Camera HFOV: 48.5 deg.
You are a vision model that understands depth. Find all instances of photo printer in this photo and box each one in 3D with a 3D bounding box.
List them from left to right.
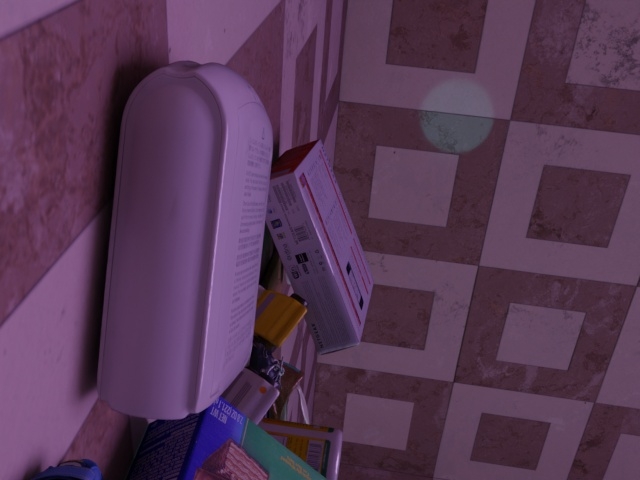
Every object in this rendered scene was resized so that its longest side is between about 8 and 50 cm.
[{"bbox_3d":[-0.118,-0.013,0.688,0.256,0.107,0.308,-36,133,-84],"label":"photo printer"}]

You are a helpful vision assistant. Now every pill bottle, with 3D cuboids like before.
[{"bbox_3d":[-0.070,0.372,1.235,0.117,0.208,0.118,7,90,-85],"label":"pill bottle"}]

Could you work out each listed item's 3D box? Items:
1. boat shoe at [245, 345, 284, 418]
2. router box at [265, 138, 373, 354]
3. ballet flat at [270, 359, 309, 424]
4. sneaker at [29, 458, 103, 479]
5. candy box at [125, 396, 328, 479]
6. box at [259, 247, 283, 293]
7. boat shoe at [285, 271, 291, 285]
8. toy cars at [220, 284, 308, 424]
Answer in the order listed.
[{"bbox_3d":[-0.111,0.265,1.363,0.095,0.079,0.255,80,18,-74],"label":"boat shoe"},{"bbox_3d":[0.000,0.000,1.361,0.301,0.082,0.336,-63,134,-70],"label":"router box"},{"bbox_3d":[-0.089,0.437,1.628,0.116,0.124,0.343,-60,157,-77],"label":"ballet flat"},{"bbox_3d":[-0.188,0.186,0.503,0.144,0.053,0.059,112,-13,-75],"label":"sneaker"},{"bbox_3d":[-0.086,0.356,0.691,0.122,0.268,0.317,-33,-154,30],"label":"candy box"},{"bbox_3d":[-0.108,0.124,1.543,0.201,0.021,0.165,-74,170,-66],"label":"box"},{"bbox_3d":[-0.034,-0.036,1.559,0.108,0.102,0.301,-72,159,-65],"label":"boat shoe"},{"bbox_3d":[-0.113,0.170,1.118,0.176,0.087,0.394,-44,-168,26],"label":"toy cars"}]
